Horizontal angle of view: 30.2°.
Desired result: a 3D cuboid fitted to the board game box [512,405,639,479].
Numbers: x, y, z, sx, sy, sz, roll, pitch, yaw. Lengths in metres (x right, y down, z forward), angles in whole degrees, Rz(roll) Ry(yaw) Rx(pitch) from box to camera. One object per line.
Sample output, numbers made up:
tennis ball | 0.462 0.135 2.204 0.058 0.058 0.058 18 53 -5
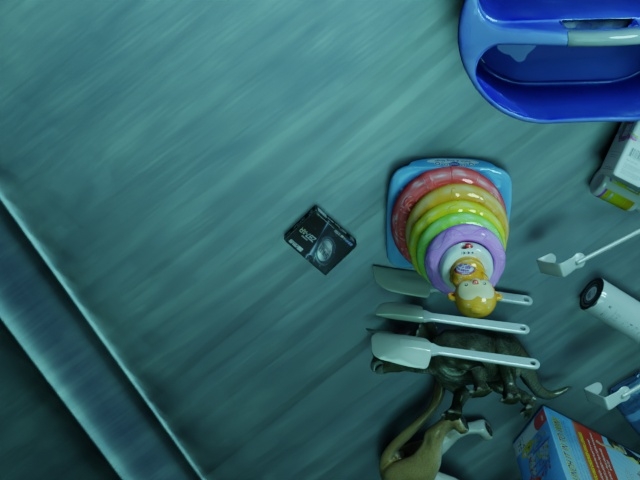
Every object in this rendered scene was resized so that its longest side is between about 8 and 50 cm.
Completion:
board game box | 0.453 0.420 1.750 0.302 0.308 0.086 28 112 -13

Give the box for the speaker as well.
speaker | 0.451 0.111 1.745 0.136 0.055 0.055 30 110 -15

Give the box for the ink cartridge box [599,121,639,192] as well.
ink cartridge box | 0.451 -0.129 1.619 0.089 0.052 0.122 25 93 -13

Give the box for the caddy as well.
caddy | 0.339 -0.274 1.498 0.342 0.179 0.241 -2 114 -1

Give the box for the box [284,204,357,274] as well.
box | 0.000 0.000 1.697 0.083 0.018 0.067 42 106 -19

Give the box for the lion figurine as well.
lion figurine | 0.193 0.414 1.849 0.240 0.142 0.392 -29 99 19

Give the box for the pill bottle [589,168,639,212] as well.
pill bottle | 0.424 -0.068 1.669 0.083 0.043 0.043 25 111 -13

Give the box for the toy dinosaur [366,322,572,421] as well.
toy dinosaur | 0.237 0.174 1.724 0.314 0.160 0.121 0 144 -17

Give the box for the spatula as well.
spatula | 0.191 0.118 1.686 0.242 0.168 0.019 10 134 -8

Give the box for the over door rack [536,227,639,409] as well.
over door rack | 0.500 0.081 1.663 0.324 0.108 0.239 -23 105 -4

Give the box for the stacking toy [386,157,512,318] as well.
stacking toy | 0.183 0.017 1.557 0.175 0.302 0.165 1 115 -2

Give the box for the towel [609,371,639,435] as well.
towel | 0.501 0.261 1.830 0.067 0.029 0.119 -35 111 14
